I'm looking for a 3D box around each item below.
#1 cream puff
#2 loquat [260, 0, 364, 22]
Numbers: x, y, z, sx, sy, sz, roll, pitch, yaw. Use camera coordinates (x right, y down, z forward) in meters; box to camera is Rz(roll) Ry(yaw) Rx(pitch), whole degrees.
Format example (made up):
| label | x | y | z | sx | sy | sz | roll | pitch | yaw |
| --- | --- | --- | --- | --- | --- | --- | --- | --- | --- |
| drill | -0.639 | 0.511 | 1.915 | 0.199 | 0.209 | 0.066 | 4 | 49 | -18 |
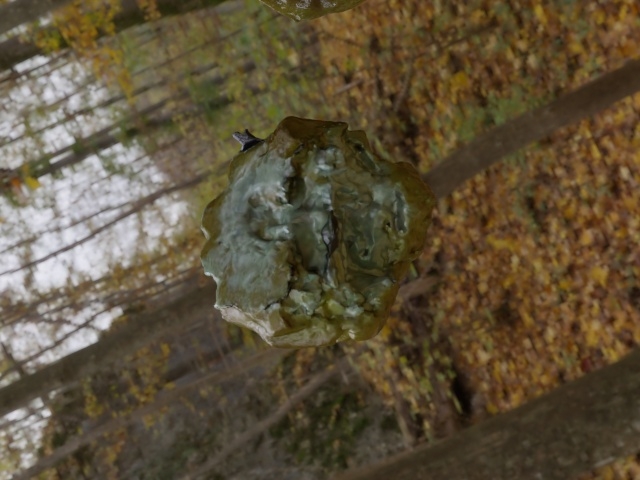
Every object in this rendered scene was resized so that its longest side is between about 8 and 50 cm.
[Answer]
| label | x | y | z | sx | sy | sz | roll | pitch | yaw |
| --- | --- | --- | --- | --- | --- | --- | --- | --- | --- |
| cream puff | 0.001 | 0.000 | 0.633 | 0.121 | 0.156 | 0.156 | -22 | 93 | 59 |
| loquat | -0.010 | -0.373 | 1.055 | 0.213 | 0.214 | 0.246 | 54 | -145 | -63 |
